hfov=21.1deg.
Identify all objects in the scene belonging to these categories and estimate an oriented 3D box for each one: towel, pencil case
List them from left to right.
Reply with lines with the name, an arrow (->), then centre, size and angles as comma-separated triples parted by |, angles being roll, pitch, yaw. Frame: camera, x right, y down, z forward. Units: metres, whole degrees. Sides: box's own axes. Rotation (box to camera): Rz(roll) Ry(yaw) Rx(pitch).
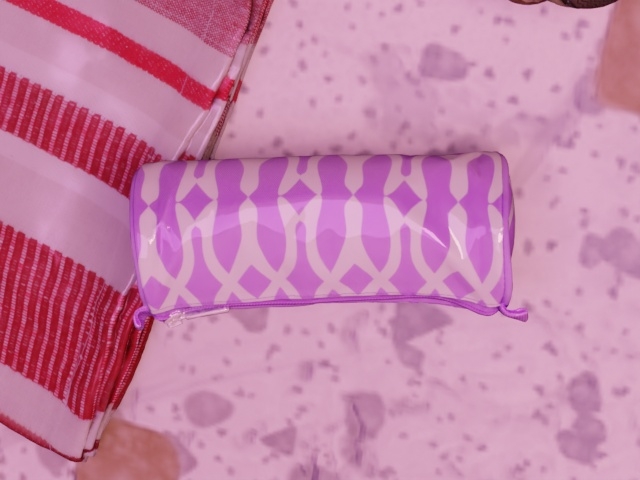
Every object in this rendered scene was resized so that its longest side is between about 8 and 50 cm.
towel -> -0.178, -0.060, 0.964 | 0.237, 0.037, 0.329 | 26, 109, 12
pencil case -> 0.000, 0.000, 0.874 | 0.206, 0.086, 0.088 | -3, 73, 7

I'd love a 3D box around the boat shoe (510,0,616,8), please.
boat shoe -> 0.066, -0.262, 0.787 | 0.120, 0.122, 0.324 | 5, 111, 53
